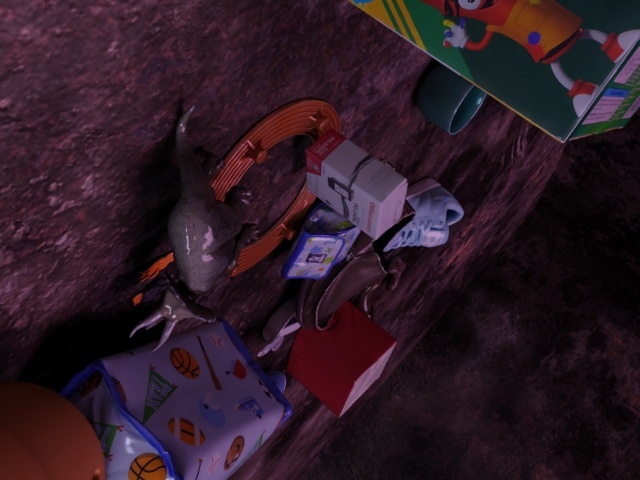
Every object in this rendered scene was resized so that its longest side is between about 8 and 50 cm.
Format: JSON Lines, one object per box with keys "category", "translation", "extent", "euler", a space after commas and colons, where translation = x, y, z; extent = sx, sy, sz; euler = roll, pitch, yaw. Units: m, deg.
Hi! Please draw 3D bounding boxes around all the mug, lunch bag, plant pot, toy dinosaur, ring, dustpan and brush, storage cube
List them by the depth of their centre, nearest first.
{"category": "plant pot", "translation": [-0.364, 0.277, 0.694], "extent": [0.290, 0.291, 0.203], "euler": [-57, 177, 13]}
{"category": "toy dinosaur", "translation": [-0.142, -0.009, 0.830], "extent": [0.160, 0.121, 0.313], "euler": [-78, -176, -51]}
{"category": "lunch bag", "translation": [-0.277, 0.331, 0.968], "extent": [0.385, 0.239, 0.328], "euler": [-43, 166, 17]}
{"category": "ring", "translation": [-0.075, -0.069, 1.051], "extent": [0.336, 0.032, 0.336], "euler": [-45, 159, -22]}
{"category": "lunch bag", "translation": [0.000, 0.000, 1.239], "extent": [0.151, 0.096, 0.128], "euler": [-27, 155, -42]}
{"category": "mug", "translation": [0.257, -0.296, 1.291], "extent": [0.157, 0.097, 0.129], "euler": [-59, 159, 16]}
{"category": "dustpan and brush", "translation": [-0.090, 0.195, 1.432], "extent": [0.211, 0.060, 0.147], "euler": [-20, 143, -57]}
{"category": "storage cube", "translation": [0.051, 0.298, 1.730], "extent": [0.184, 0.193, 0.214], "euler": [-36, 156, -38]}

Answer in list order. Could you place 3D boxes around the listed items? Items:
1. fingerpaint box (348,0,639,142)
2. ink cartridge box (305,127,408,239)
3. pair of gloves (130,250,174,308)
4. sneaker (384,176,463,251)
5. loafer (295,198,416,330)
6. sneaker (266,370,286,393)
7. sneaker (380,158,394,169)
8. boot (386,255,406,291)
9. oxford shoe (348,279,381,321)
{"category": "fingerpaint box", "translation": [0.252, -0.303, 0.861], "extent": [0.445, 0.371, 0.163], "euler": [-18, 143, -57]}
{"category": "ink cartridge box", "translation": [0.053, -0.086, 1.033], "extent": [0.063, 0.150, 0.109], "euler": [-44, 159, -22]}
{"category": "pair of gloves", "translation": [-0.236, 0.057, 0.944], "extent": [0.074, 0.010, 0.083], "euler": [-35, 155, -40]}
{"category": "sneaker", "translation": [0.230, -0.041, 1.598], "extent": [0.366, 0.150, 0.135], "euler": [-34, 153, -41]}
{"category": "loafer", "translation": [0.075, 0.045, 1.402], "extent": [0.365, 0.130, 0.134], "euler": [-59, 159, 7]}
{"category": "sneaker", "translation": [-0.147, 0.359, 1.564], "extent": [0.211, 0.080, 0.081], "euler": [-28, 152, -51]}
{"category": "sneaker", "translation": [0.119, -0.141, 1.366], "extent": [0.083, 0.031, 0.035], "euler": [-22, 159, -47]}
{"category": "boot", "translation": [0.214, 0.099, 1.976], "extent": [0.106, 0.037, 0.114], "euler": [-65, 163, -1]}
{"category": "oxford shoe", "translation": [0.121, 0.193, 1.850], "extent": [0.083, 0.096, 0.227], "euler": [-21, 142, -53]}
